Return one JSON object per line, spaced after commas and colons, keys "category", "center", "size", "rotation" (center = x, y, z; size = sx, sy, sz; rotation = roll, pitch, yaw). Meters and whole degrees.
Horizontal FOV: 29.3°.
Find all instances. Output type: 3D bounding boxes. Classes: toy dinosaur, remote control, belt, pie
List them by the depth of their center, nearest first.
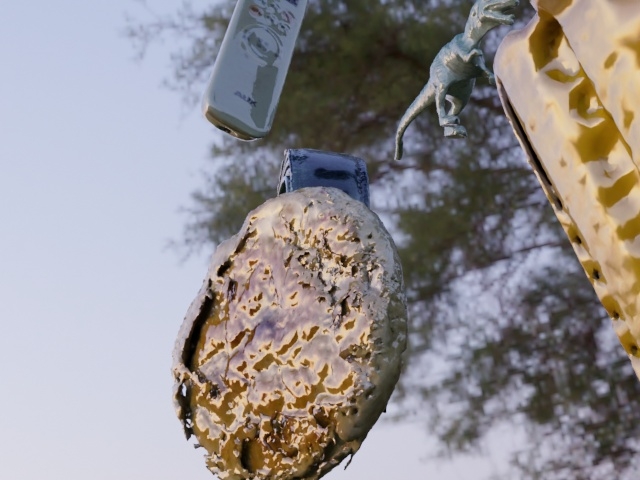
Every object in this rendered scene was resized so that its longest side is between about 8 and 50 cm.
{"category": "pie", "center": [-0.033, 0.084, 1.058], "size": [0.274, 0.274, 0.055], "rotation": [-26, -31, 35]}
{"category": "belt", "center": [0.000, 0.000, 1.378], "size": [0.116, 0.267, 0.206], "rotation": [5, -60, -6]}
{"category": "remote control", "center": [-0.074, -0.243, 1.492], "size": [0.090, 0.310, 0.038], "rotation": [28, -40, -16]}
{"category": "toy dinosaur", "center": [0.157, -0.169, 1.592], "size": [0.076, 0.129, 0.383], "rotation": [14, -36, -19]}

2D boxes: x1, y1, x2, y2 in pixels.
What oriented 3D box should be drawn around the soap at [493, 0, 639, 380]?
{"category": "soap", "center": [0.247, -0.045, 0.610], "size": [0.156, 0.335, 0.293], "rotation": [-13, -26, -22]}
